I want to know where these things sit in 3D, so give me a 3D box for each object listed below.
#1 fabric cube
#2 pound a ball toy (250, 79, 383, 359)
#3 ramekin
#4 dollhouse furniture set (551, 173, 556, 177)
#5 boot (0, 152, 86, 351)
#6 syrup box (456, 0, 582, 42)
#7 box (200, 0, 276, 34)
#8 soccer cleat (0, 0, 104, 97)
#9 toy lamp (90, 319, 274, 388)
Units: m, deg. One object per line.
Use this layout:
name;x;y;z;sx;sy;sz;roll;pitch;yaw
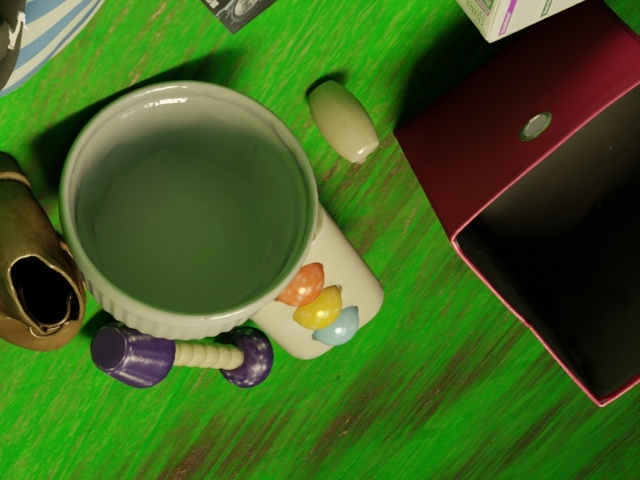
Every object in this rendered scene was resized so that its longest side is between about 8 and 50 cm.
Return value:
fabric cube;0.262;-0.052;1.592;0.254;0.258;0.259;-39;116;10
pound a ball toy;0.000;0.000;1.612;0.208;0.135;0.319;-35;159;1
ramekin;-0.111;-0.015;1.343;0.207;0.207;0.109;-27;165;-19
dollhouse furniture set;0.222;-0.137;1.794;0.144;0.123;0.151;-27;-169;-20
boot;-0.246;0.048;1.389;0.112;0.115;0.305;-33;159;-11
syrup box;0.221;-0.272;1.430;0.237;0.093;0.096;-25;157;-23
box;-0.061;-0.200;1.274;0.067;0.018;0.083;-37;158;4
soccer cleat;-0.153;-0.215;1.000;0.331;0.116;0.143;-43;-176;39
toy lamp;-0.143;0.118;1.724;0.080;0.080;0.275;-43;158;19
